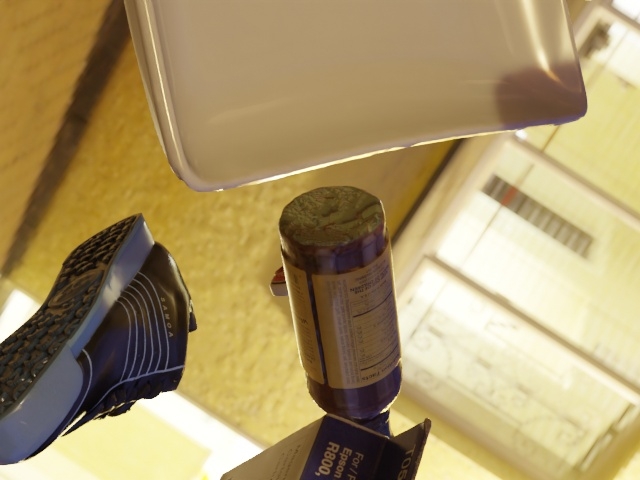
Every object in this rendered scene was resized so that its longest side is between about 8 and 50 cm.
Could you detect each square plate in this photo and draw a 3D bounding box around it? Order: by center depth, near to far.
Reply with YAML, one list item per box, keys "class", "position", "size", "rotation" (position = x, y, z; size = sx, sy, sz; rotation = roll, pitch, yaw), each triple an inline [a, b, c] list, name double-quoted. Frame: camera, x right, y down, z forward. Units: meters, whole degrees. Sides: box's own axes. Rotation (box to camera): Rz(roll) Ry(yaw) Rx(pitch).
- class: "square plate"
  position: [0.000, -0.210, 0.668]
  size: [0.049, 0.347, 0.344]
  rotation: [-13, -179, 41]

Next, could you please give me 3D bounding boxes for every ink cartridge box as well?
- class: "ink cartridge box"
  position: [-0.056, 0.310, 1.074]
  size: [0.330, 0.071, 0.324]
  rotation: [-43, -159, 56]

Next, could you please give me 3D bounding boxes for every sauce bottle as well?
- class: "sauce bottle"
  position: [0.028, 0.106, 1.359]
  size: [0.111, 0.111, 0.344]
  rotation: [-55, 149, -44]

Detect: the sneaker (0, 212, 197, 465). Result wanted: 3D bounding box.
- class: "sneaker"
  position: [-0.123, 0.068, 0.744]
  size: [0.081, 0.090, 0.232]
  rotation: [-25, -162, 23]

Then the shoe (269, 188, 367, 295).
- class: "shoe"
  position: [0.000, 0.000, 1.528]
  size: [0.063, 0.081, 0.178]
  rotation: [1, -159, 45]
